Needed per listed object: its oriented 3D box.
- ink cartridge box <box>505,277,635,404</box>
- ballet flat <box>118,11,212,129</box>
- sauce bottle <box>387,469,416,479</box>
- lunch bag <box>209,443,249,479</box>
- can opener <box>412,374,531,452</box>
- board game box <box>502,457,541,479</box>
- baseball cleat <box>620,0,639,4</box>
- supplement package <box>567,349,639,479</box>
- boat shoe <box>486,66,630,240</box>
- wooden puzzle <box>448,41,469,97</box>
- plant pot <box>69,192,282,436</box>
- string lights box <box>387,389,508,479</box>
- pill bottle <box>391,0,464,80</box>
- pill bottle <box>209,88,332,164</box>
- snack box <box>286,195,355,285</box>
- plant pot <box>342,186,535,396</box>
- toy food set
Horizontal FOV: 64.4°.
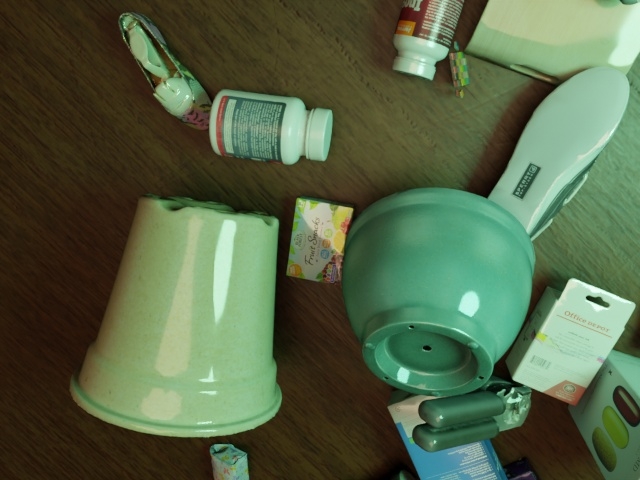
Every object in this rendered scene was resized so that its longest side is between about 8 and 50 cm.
[{"bbox_3d":[0.408,0.157,0.840,0.115,0.067,0.198,23,109,3],"label":"ink cartridge box"},{"bbox_3d":[-0.261,-0.275,0.836,0.076,0.079,0.222,-32,97,15],"label":"ballet flat"},{"bbox_3d":[0.047,0.562,0.988,0.344,0.111,0.111,-40,95,15],"label":"sauce bottle"},{"bbox_3d":[-0.187,0.455,1.028,0.083,0.053,0.071,6,108,35],"label":"lunch bag"},{"bbox_3d":[0.239,0.266,0.807,0.283,0.095,0.076,7,99,-37],"label":"can opener"},{"bbox_3d":[0.296,0.578,0.982,0.346,0.056,0.208,-32,93,16],"label":"board game box"},{"bbox_3d":[0.328,-0.380,0.636,0.109,0.072,0.206,-18,105,35],"label":"baseball cleat"},{"bbox_3d":[0.499,0.288,0.766,0.133,0.244,0.139,17,106,5],"label":"supplement package"},{"bbox_3d":[0.350,-0.108,0.764,0.108,0.102,0.302,40,115,33],"label":"boat shoe"},{"bbox_3d":[0.212,-0.261,0.775,0.006,0.049,0.084,-2,107,40],"label":"wooden puzzle"},{"bbox_3d":[-0.202,0.091,0.820,0.333,0.334,0.306,11,95,7],"label":"plant pot"},{"bbox_3d":[0.235,0.378,0.898,0.133,0.076,0.260,-25,88,15],"label":"string lights box"},{"bbox_3d":[0.157,-0.321,0.748,0.085,0.086,0.152,17,106,5],"label":"pill bottle"},{"bbox_3d":[-0.076,-0.178,0.814,0.179,0.108,0.108,9,106,8],"label":"pill bottle"},{"bbox_3d":[0.000,0.000,0.884,0.100,0.037,0.141,11,106,8],"label":"snack box"},{"bbox_3d":[0.159,0.098,0.738,0.292,0.196,0.293,10,135,10],"label":"plant pot"},{"bbox_3d":[0.368,-0.377,0.707,0.219,0.092,0.306,22,115,3],"label":"toy food set"}]
